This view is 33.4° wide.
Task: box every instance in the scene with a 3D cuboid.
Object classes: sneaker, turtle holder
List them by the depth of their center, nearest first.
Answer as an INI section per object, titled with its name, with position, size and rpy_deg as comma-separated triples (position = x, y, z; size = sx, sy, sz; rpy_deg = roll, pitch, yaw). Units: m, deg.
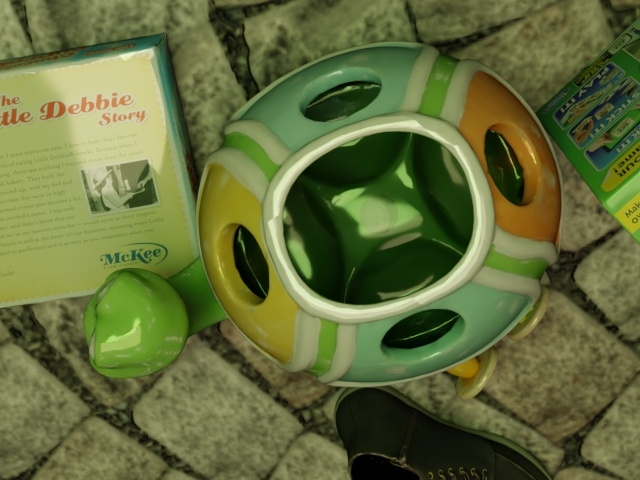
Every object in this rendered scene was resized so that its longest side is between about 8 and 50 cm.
[turtle holder]
position = 0.007, -0.018, 0.733
size = 0.320, 0.227, 0.244
rpy_deg = 5, 93, 3
[sneaker]
position = 0.109, 0.211, 0.903
size = 0.222, 0.118, 0.083
rpy_deg = 26, 109, -10

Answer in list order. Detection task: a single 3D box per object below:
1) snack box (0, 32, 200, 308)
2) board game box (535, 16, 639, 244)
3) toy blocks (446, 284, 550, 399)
[snack box]
position = -0.260, -0.041, 0.837
size = 0.321, 0.060, 0.187
rpy_deg = -8, 111, 3
[board game box]
position = 0.295, -0.152, 0.712
size = 0.046, 0.213, 0.317
rpy_deg = 43, 105, -14
[toy blocks]
position = 0.093, 0.047, 0.874
size = 0.148, 0.054, 0.123
rpy_deg = 33, 108, -11
